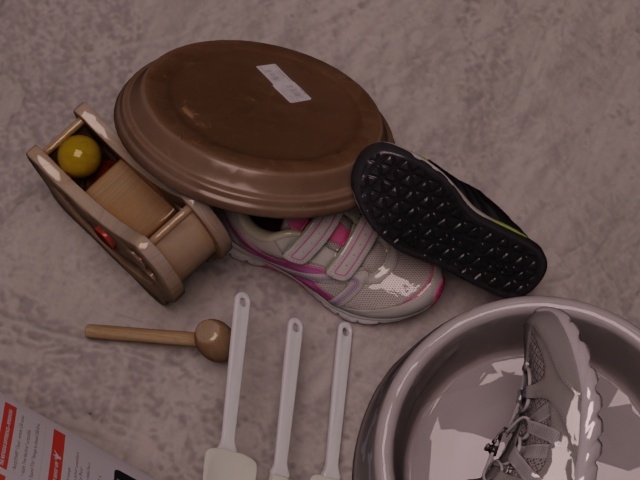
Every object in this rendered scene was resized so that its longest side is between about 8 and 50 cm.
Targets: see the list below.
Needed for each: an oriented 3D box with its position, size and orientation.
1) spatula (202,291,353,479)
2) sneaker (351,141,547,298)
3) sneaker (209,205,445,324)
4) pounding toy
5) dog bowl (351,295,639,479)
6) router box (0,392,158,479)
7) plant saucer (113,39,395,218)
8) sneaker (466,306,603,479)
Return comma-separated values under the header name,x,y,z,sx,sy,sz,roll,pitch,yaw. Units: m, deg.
name,x,y,z,sx,sy,sz,roll,pitch,yaw
spatula,-0.035,0.173,1.751,0.168,0.019,0.242,18,65,-30
sneaker,0.115,-0.022,1.787,0.234,0.097,0.084,36,104,-25
sneaker,0.000,0.000,1.807,0.252,0.111,0.103,21,73,8
pounding toy,-0.187,0.008,1.786,0.155,0.154,0.269,-43,75,-13
dog bowl,0.201,0.210,1.736,0.349,0.102,0.349,-1,70,1
router box,-0.206,0.285,1.555,0.301,0.335,0.082,32,108,-16
plant saucer,-0.059,-0.117,1.805,0.278,0.041,0.278,9,35,-6
sneaker,0.184,0.192,1.633,0.115,0.105,0.281,1,71,1
